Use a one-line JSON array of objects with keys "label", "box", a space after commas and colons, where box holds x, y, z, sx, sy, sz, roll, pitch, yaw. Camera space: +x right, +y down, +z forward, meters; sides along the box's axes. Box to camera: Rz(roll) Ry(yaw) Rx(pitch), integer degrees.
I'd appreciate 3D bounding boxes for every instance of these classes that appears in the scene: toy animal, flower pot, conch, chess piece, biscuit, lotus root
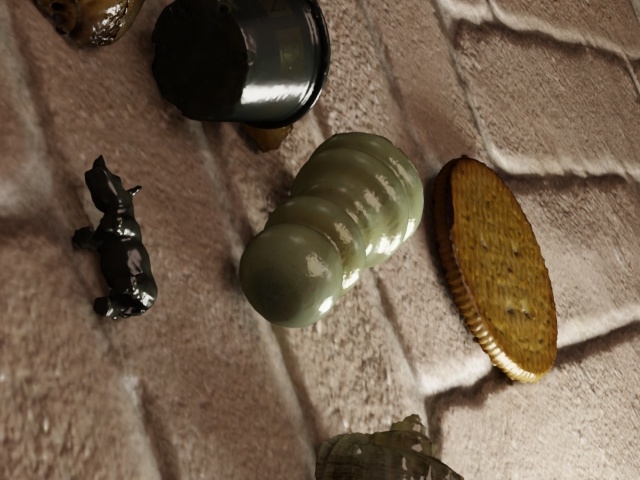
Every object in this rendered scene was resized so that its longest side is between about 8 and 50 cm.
[{"label": "toy animal", "box": [-0.164, -0.004, 1.220, 0.065, 0.047, 0.135, 13, 57, -65]}, {"label": "flower pot", "box": [-0.082, -0.174, 1.402, 0.107, 0.157, 0.157, -19, 87, -54]}, {"label": "conch", "box": [0.055, 0.251, 1.415, 0.155, 0.130, 0.207, 24, 66, -11]}, {"label": "chess piece", "box": [0.000, 0.000, 1.462, 0.133, 0.133, 0.243, 61, 34, -13]}, {"label": "biscuit", "box": [0.222, 0.037, 1.935, 0.305, 0.038, 0.305, 40, 39, -43]}, {"label": "lotus root", "box": [-0.183, -0.309, 1.384, 0.167, 0.078, 0.329, 52, 30, -34]}]

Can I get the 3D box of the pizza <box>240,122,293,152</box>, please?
[{"label": "pizza", "box": [-0.075, -0.212, 1.535, 0.127, 0.058, 0.246, 28, 49, -54]}]
